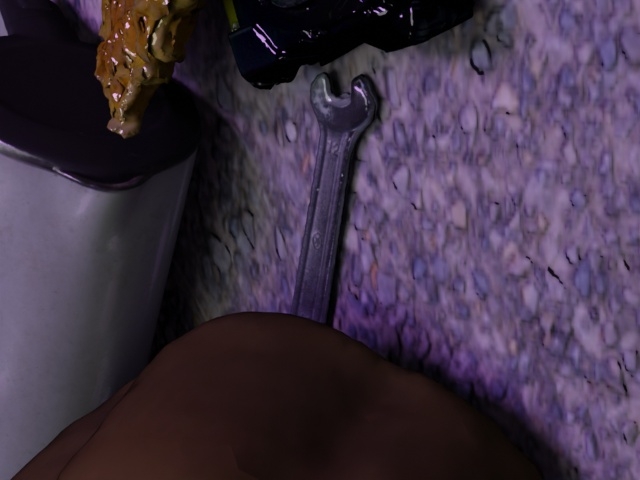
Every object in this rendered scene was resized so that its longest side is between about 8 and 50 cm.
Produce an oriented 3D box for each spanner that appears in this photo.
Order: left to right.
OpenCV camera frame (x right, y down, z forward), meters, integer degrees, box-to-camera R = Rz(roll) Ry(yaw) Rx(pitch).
[{"bbox_3d":[0.000,0.000,0.851,0.071,0.017,0.301,26,123,31],"label":"spanner"}]

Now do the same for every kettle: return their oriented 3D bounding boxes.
[{"bbox_3d":[-0.277,-0.011,0.969,0.361,0.250,0.376,60,139,46],"label":"kettle"}]

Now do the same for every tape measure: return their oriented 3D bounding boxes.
[{"bbox_3d":[-0.002,-0.212,0.705,0.199,0.112,0.186,-9,99,41],"label":"tape measure"}]

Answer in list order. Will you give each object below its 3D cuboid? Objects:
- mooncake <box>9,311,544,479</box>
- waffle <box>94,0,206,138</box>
[{"bbox_3d":[-0.044,0.300,0.789,0.467,0.262,0.466,12,118,22],"label":"mooncake"},{"bbox_3d":[-0.132,-0.220,0.776,0.254,0.052,0.245,-111,35,-48],"label":"waffle"}]
